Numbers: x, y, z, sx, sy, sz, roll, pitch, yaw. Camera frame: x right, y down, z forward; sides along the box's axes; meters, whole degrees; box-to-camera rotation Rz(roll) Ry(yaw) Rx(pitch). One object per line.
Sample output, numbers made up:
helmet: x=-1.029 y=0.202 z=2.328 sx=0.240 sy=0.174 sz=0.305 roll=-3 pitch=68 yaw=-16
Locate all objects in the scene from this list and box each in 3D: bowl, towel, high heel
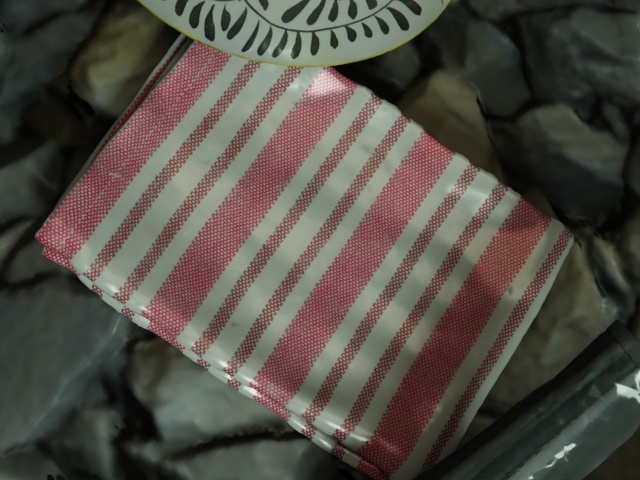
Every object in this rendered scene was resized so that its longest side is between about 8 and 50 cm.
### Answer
bowl: x=-0.009 y=-0.163 z=0.559 sx=0.170 sy=0.080 sz=0.170 roll=6 pitch=62 yaw=-10
towel: x=0.000 y=0.000 z=0.570 sx=0.197 sy=0.029 sz=0.144 roll=35 pitch=71 yaw=-6
high heel: x=0.122 y=0.177 z=0.556 sx=0.186 sy=0.093 sz=0.261 roll=-40 pitch=107 yaw=6
